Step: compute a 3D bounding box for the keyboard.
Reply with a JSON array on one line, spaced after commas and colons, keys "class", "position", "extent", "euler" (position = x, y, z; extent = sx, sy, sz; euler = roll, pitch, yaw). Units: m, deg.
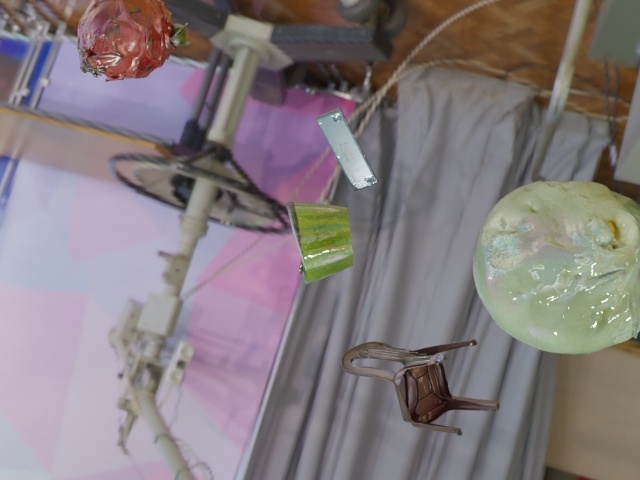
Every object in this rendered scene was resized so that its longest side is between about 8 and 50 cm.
[{"class": "keyboard", "position": [0.053, -0.176, 1.906], "extent": [0.055, 0.014, 0.176], "euler": [-20, 118, 20]}]

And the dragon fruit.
[{"class": "dragon fruit", "position": [-0.362, -0.387, 1.830], "extent": [0.209, 0.172, 0.172], "euler": [-24, -173, -27]}]

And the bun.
[{"class": "bun", "position": [0.354, 0.014, 1.377], "extent": [0.283, 0.283, 0.179], "euler": [14, 148, 14]}]

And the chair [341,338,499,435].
[{"class": "chair", "position": [0.217, 0.330, 2.259], "extent": [0.176, 0.183, 0.326], "euler": [-21, -171, -41]}]

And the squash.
[{"class": "squash", "position": [0.000, 0.000, 1.967], "extent": [0.123, 0.170, 0.170], "euler": [-6, 167, -2]}]
